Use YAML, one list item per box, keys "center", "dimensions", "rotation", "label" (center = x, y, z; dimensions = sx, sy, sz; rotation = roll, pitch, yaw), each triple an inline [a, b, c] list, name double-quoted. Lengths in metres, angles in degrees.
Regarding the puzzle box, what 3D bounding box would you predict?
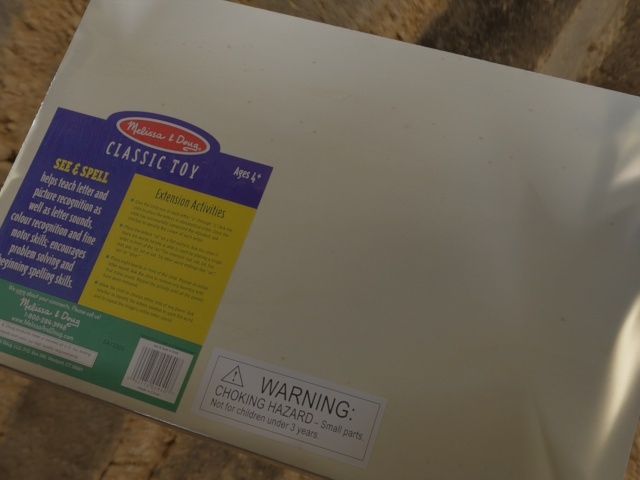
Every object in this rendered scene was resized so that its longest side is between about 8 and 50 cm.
- center: [0.000, 0.000, 0.611]
  dimensions: [0.409, 0.052, 0.272]
  rotation: [16, -106, 14]
  label: "puzzle box"
